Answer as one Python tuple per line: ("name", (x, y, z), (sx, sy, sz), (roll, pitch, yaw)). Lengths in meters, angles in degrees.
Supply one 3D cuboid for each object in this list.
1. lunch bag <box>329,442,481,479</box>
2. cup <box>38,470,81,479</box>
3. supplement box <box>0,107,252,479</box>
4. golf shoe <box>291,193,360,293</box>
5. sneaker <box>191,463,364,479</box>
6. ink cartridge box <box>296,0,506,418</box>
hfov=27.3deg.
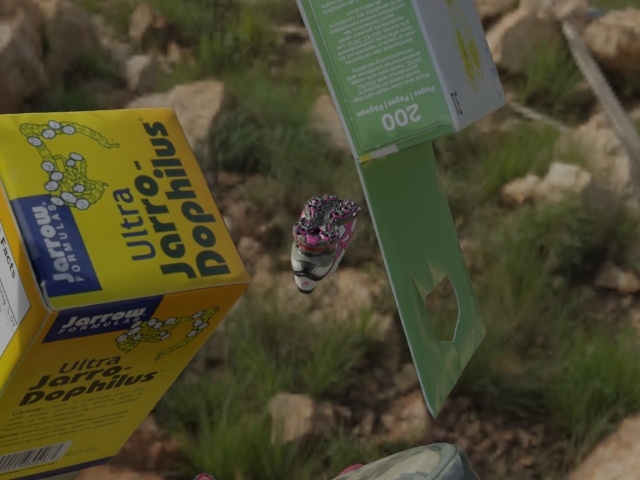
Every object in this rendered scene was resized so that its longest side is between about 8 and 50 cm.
("lunch bag", (-0.016, 0.242, 0.397), (0.305, 0.212, 0.256), (-30, 90, -49))
("cup", (-0.451, 0.158, 1.693), (0.237, 0.331, 0.331), (20, 17, -43))
("supplement box", (-0.248, 0.064, 1.209), (0.195, 0.356, 0.194), (-8, 61, -37))
("golf shoe", (0.000, 0.000, 1.638), (0.067, 0.086, 0.186), (16, 24, 11))
("sneaker", (-0.088, 0.211, 0.775), (0.314, 0.116, 0.136), (-11, 64, 4))
("ink cartridge box", (0.054, -0.053, 0.633), (0.056, 0.235, 0.171), (-19, 4, 18))
